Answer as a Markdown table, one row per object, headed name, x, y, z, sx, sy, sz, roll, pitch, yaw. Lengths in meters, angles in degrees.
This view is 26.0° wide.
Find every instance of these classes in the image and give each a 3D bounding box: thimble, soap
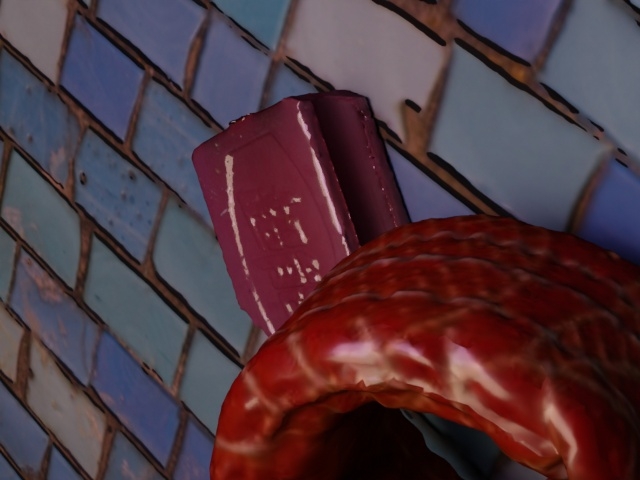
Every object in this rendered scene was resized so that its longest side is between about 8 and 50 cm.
| name | x | y | z | sx | sy | sz | roll | pitch | yaw |
| --- | --- | --- | --- | --- | --- | --- | --- | --- | --- |
| thimble | 0.106 | 0.165 | 1.029 | 0.350 | 0.230 | 0.350 | 13 | 119 | 25 |
| soap | 0.000 | 0.000 | 1.247 | 0.162 | 0.099 | 0.250 | -25 | 82 | 40 |
